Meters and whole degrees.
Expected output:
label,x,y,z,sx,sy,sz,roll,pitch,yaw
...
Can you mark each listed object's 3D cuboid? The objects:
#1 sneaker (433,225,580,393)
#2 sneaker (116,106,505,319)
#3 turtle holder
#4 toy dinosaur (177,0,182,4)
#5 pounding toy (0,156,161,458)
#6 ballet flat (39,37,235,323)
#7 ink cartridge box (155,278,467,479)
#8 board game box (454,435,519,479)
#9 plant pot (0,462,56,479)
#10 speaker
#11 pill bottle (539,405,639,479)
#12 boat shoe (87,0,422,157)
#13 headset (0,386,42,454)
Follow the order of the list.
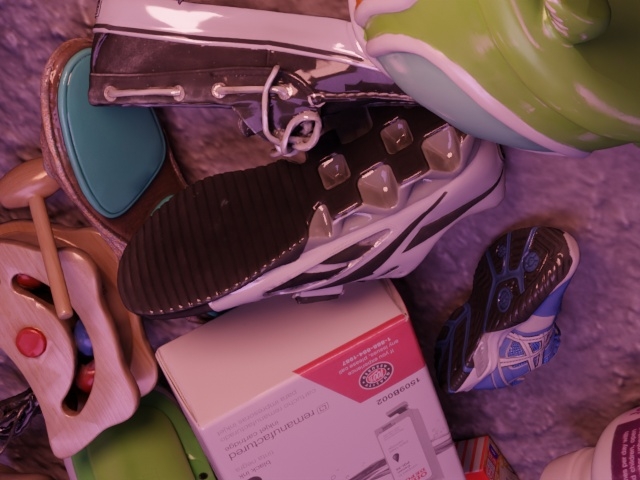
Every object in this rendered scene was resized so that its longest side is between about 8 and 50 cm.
label,x,y,z,sx,sy,sz,roll,pitch,yaw
sneaker,0.172,0.059,1.515,0.081,0.080,0.211,6,144,-22
sneaker,0.000,0.000,1.417,0.330,0.122,0.146,-23,142,14
turtle holder,0.166,-0.171,1.163,0.320,0.243,0.227,-4,174,-41
toy dinosaur,-0.081,-0.244,1.260,0.268,0.064,0.118,-12,125,24
pounding toy,-0.259,0.069,1.559,0.154,0.155,0.269,-14,104,16
ballet flat,-0.172,-0.045,1.482,0.106,0.107,0.316,16,145,41
ink cartridge box,0.005,0.173,1.583,0.207,0.117,0.283,-28,132,-7
board game box,0.143,0.279,1.777,0.147,0.045,0.193,-14,131,30
plant pot,-0.185,0.375,1.818,0.305,0.334,0.334,-9,134,10
speaker,-0.153,0.261,1.647,0.131,0.296,0.131,-14,135,-15
pill bottle,0.346,0.211,1.543,0.301,0.169,0.169,-24,126,36
boat shoe,-0.030,-0.115,1.317,0.306,0.105,0.113,9,180,9
headset,-0.396,0.091,1.625,0.185,0.243,0.394,-31,139,17
